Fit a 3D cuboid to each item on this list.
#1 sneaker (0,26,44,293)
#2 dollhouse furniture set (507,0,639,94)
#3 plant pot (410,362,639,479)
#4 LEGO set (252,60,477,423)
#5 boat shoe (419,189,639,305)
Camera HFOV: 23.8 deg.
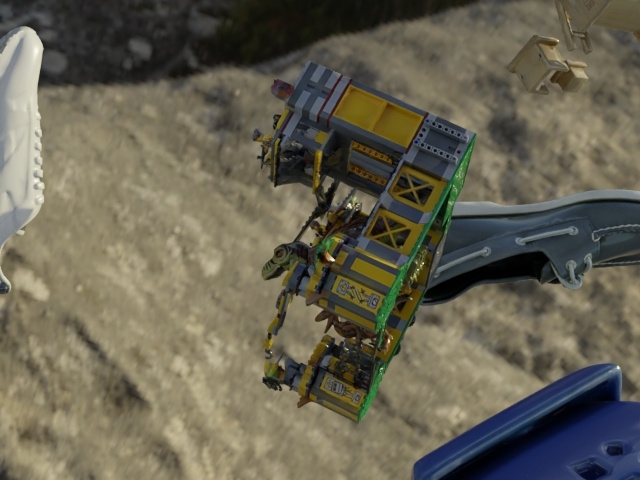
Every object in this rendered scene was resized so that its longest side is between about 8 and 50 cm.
[{"bbox_3d":[-0.281,-0.071,1.326,0.094,0.090,0.235,21,84,-18],"label":"sneaker"},{"bbox_3d":[0.319,-0.247,1.740,0.182,0.161,0.101,3,49,-40],"label":"dollhouse furniture set"},{"bbox_3d":[0.194,0.241,1.117,0.236,0.236,0.212,-25,40,-27],"label":"plant pot"},{"bbox_3d":[0.000,0.000,1.373,0.192,0.331,0.255,25,73,10],"label":"LEGO set"},{"bbox_3d":[0.239,0.018,1.582,0.319,0.116,0.099,-2,58,3],"label":"boat shoe"}]
